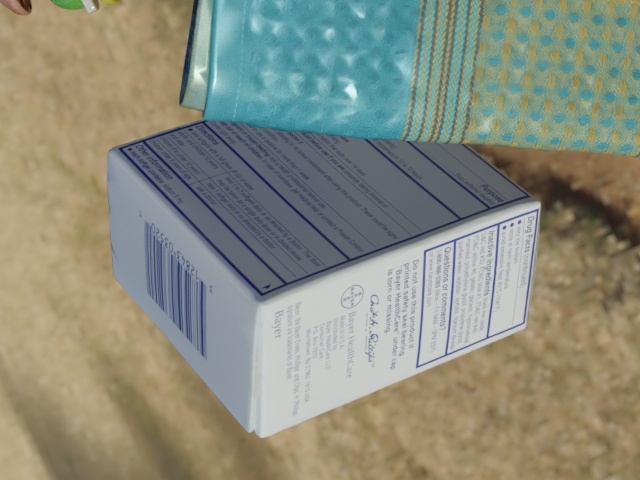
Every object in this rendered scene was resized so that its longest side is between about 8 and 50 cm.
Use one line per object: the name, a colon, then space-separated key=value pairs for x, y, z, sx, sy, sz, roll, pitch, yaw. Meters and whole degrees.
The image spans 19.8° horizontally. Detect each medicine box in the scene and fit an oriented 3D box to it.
medicine box: x=0.000 y=0.000 z=1.612 sx=0.263 sy=0.289 sz=0.149 roll=43 pitch=143 yaw=42

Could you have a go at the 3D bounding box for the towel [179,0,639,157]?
towel: x=0.112 y=-0.184 z=1.054 sx=0.040 sy=0.370 sz=0.271 roll=-127 pitch=43 yaw=-66

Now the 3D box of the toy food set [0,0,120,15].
toy food set: x=-0.187 y=-0.202 z=1.203 sx=0.218 sy=0.071 sz=0.128 roll=-82 pitch=-33 yaw=-76
